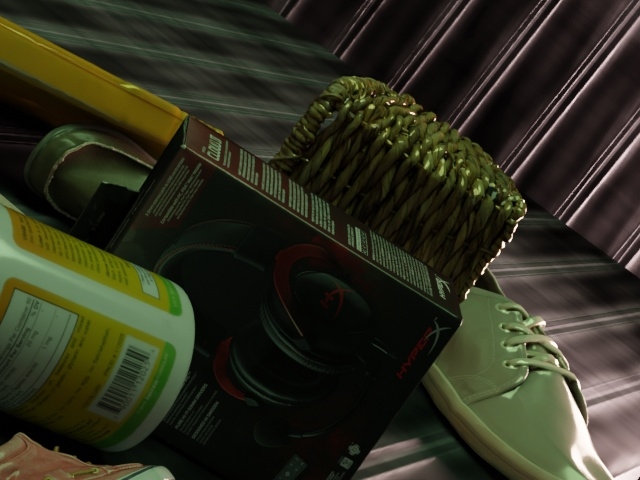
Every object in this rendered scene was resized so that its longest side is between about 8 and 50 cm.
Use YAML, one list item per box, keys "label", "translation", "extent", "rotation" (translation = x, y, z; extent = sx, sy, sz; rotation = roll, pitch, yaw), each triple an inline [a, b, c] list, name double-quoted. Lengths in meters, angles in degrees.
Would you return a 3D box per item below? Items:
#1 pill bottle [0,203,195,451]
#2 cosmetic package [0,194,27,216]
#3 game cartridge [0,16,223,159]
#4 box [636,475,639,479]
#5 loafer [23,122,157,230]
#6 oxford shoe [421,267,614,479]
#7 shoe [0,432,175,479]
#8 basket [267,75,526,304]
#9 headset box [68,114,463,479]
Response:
- label: "pill bottle"
  translation: [-0.224, 0.050, 1.421]
  extent: [0.245, 0.136, 0.136]
  rotation: [26, 15, -32]
- label: "cosmetic package"
  translation: [-0.285, -0.013, 1.710]
  extent: [0.115, 0.041, 0.060]
  rotation: [39, 14, 20]
- label: "game cartridge"
  translation: [-0.284, -0.162, 2.011]
  extent: [0.323, 0.053, 0.285]
  rotation: [24, -6, -33]
- label: "box"
  translation: [0.336, 0.340, 1.736]
  extent: [0.247, 0.142, 0.163]
  rotation: [37, 12, 9]
- label: "loafer"
  translation: [-0.177, -0.039, 1.950]
  extent: [0.251, 0.094, 0.087]
  rotation: [22, 13, -42]
- label: "oxford shoe"
  translation: [0.202, 0.144, 2.147]
  extent: [0.169, 0.130, 0.449]
  rotation: [27, 16, -34]
- label: "shoe"
  translation: [-0.166, 0.162, 1.323]
  extent: [0.081, 0.063, 0.178]
  rotation: [43, 19, 14]
- label: "basket"
  translation: [0.000, 0.000, 1.782]
  extent: [0.223, 0.299, 0.213]
  rotation: [30, 13, -18]
- label: "headset box"
  translation: [-0.068, 0.057, 1.595]
  extent: [0.293, 0.218, 0.110]
  rotation: [33, 13, -10]
